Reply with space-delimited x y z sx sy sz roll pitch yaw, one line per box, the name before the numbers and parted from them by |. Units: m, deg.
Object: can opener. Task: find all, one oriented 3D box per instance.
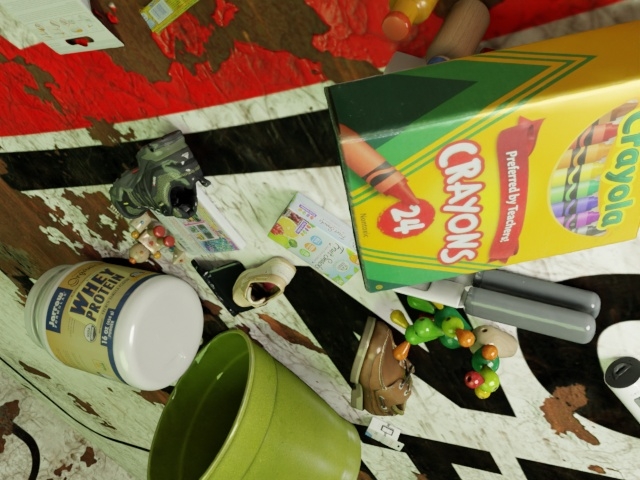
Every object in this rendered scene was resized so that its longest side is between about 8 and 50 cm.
can opener | 0.218 0.061 0.866 0.280 0.074 0.093 17 143 19

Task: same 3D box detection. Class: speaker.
speaker | 0.450 0.221 0.915 0.136 0.055 0.055 46 143 -22

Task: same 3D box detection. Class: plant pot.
plant pot | -0.114 0.430 1.398 0.353 0.367 0.366 33 148 -24

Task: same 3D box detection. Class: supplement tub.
supplement tub | -0.426 0.165 1.358 0.316 0.228 0.228 8 140 30

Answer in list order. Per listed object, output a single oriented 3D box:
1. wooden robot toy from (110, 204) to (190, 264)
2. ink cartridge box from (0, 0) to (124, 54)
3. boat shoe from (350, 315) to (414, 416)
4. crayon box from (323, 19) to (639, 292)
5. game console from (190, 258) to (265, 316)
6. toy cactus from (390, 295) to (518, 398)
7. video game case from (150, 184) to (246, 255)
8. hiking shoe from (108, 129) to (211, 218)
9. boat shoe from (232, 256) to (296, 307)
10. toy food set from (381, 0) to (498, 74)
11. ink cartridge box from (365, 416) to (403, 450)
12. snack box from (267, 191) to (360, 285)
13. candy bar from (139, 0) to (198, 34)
wooden robot toy | -0.317 0.004 1.186 0.173 0.079 0.076 47 160 -25
ink cartridge box | -0.353 -0.321 0.856 0.145 0.045 0.179 4 157 33
boat shoe | 0.115 0.223 1.143 0.104 0.111 0.307 17 154 13
crayon box | 0.178 -0.070 0.587 0.318 0.081 0.202 -12 138 2
game console | -0.172 0.078 1.247 0.107 0.071 0.122 38 162 52
toy cactus | 0.204 0.149 0.938 0.180 0.112 0.219 14 -168 -30
video game case | -0.220 -0.037 1.127 0.143 0.019 0.157 -7 131 42
hiking shoe | -0.249 -0.069 1.016 0.114 0.086 0.227 55 141 2
boat shoe | -0.109 0.084 1.147 0.063 0.059 0.170 37 140 -15
toy food set | 0.108 -0.146 0.652 0.111 0.105 0.232 22 146 13
ink cartridge box | 0.143 0.420 1.434 0.083 0.028 0.048 25 146 9
snack box | 0.000 0.000 0.987 0.141 0.037 0.100 34 147 -6
candy bar | -0.162 -0.282 0.761 0.161 0.018 0.040 -14 123 47
